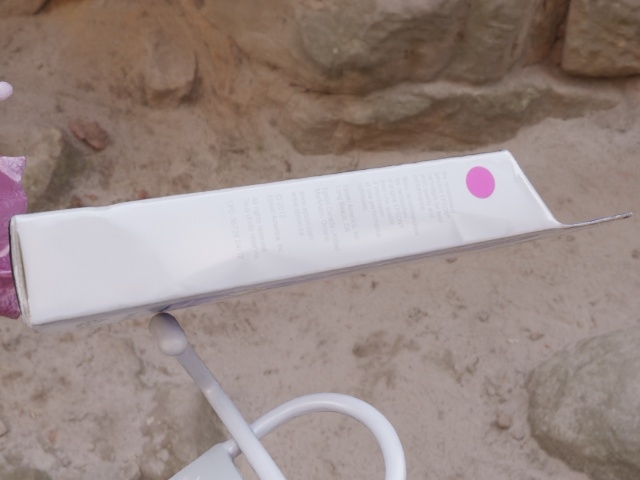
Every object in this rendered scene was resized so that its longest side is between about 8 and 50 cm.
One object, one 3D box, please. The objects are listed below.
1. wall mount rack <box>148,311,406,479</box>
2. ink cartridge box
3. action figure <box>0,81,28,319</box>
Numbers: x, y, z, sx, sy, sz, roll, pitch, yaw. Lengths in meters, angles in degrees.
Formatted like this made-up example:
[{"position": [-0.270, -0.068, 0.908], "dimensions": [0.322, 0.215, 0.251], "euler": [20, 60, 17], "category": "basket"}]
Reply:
[{"position": [-0.089, 0.194, 0.311], "dimensions": [0.350, 0.130, 0.304], "euler": [-35, 43, -13], "category": "wall mount rack"}, {"position": [0.000, 0.000, 0.462], "dimensions": [0.371, 0.176, 0.069], "euler": [-7, 84, -20], "category": "ink cartridge box"}, {"position": [-0.374, -0.037, 0.474], "dimensions": [0.248, 0.370, 0.275], "euler": [4, 85, 31], "category": "action figure"}]
